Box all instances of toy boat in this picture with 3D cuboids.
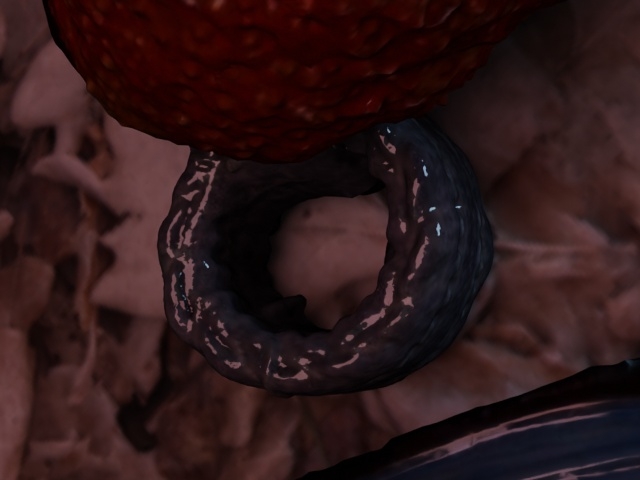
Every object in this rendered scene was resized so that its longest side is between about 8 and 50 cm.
[{"bbox_3d":[0.070,0.153,0.566,0.309,0.129,0.143,-25,62,21],"label":"toy boat"}]

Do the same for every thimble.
[{"bbox_3d":[0.002,0.000,0.626,0.150,0.098,0.150,-1,86,22],"label":"thimble"}]

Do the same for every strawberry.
[{"bbox_3d":[-0.003,-0.156,0.513,0.257,0.257,0.277,42,115,20],"label":"strawberry"}]

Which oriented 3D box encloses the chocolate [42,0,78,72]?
[{"bbox_3d":[-0.064,-0.124,0.672,0.133,0.127,0.124,-1,116,11],"label":"chocolate"}]
